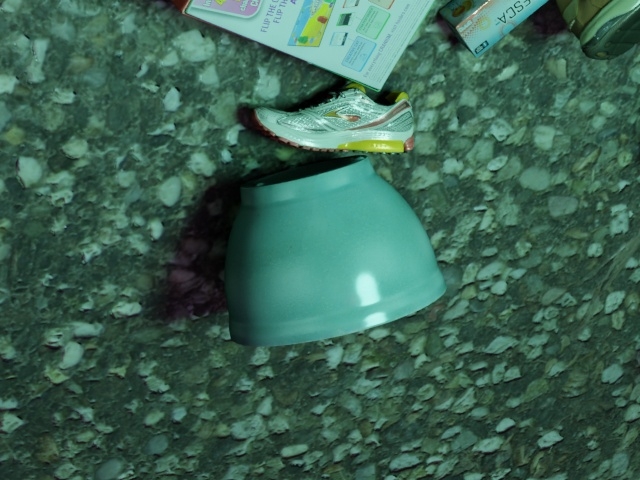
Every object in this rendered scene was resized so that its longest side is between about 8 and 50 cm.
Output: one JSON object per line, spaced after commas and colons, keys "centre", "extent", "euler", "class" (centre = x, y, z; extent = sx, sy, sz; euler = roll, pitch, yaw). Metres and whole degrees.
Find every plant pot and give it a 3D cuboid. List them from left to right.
{"centre": [0.000, 0.000, 1.636], "extent": [0.293, 0.293, 0.196], "euler": [-16, 99, -11], "class": "plant pot"}

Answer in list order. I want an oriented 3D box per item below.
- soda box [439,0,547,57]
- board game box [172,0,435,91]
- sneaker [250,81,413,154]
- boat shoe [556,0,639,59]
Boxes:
{"centre": [0.250, -0.326, 1.637], "extent": [0.183, 0.058, 0.063], "euler": [-38, 127, 6], "class": "soda box"}
{"centre": [0.006, -0.336, 1.499], "extent": [0.317, 0.064, 0.242], "euler": [17, 114, -39], "class": "board game box"}
{"centre": [0.016, -0.164, 1.646], "extent": [0.225, 0.088, 0.092], "euler": [0, 101, -22], "class": "sneaker"}
{"centre": [0.432, -0.372, 1.569], "extent": [0.324, 0.120, 0.122], "euler": [-41, 157, 12], "class": "boat shoe"}
